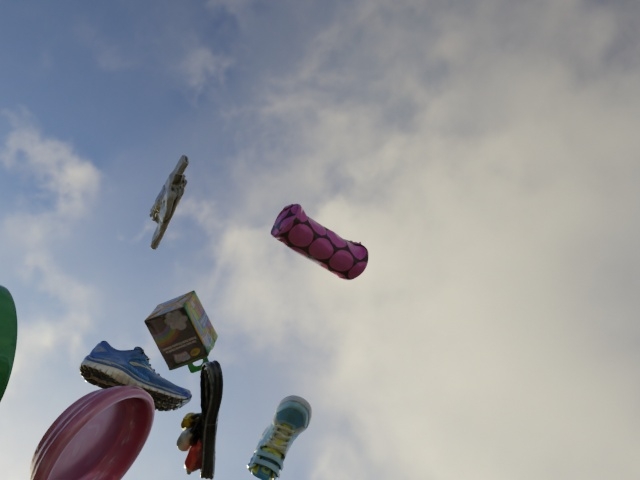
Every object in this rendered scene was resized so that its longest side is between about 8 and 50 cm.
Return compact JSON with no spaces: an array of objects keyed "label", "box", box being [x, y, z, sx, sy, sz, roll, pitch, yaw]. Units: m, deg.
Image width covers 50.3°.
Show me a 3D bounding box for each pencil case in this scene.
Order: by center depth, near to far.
[{"label":"pencil case","box":[0.000,0.000,1.418,0.209,0.098,0.095,33,-32,-27]}]

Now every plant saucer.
[{"label":"plant saucer","box":[-0.513,0.459,1.512,0.084,0.332,0.332,28,-38,22]}]

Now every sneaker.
[{"label":"sneaker","box":[-0.523,0.386,1.999,0.330,0.147,0.130,28,-42,-9]},{"label":"sneaker","box":[-0.134,0.661,2.212,0.127,0.208,0.319,26,-54,0]}]

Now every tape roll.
[{"label":"tape roll","box":[-0.749,0.241,1.430,0.321,0.321,0.077,-19,-26,38]}]

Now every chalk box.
[{"label":"chalk box","box":[-0.386,0.277,1.959,0.132,0.132,0.213,-21,-76,10]}]

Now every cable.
[{"label":"cable","box":[-0.220,0.336,1.233,0.072,0.139,0.287,-3,-40,-16]}]

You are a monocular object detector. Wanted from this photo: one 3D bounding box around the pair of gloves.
[{"label":"pair of gloves","box":[-0.404,-0.107,1.791,0.042,0.240,0.204,23,-67,-21]}]
